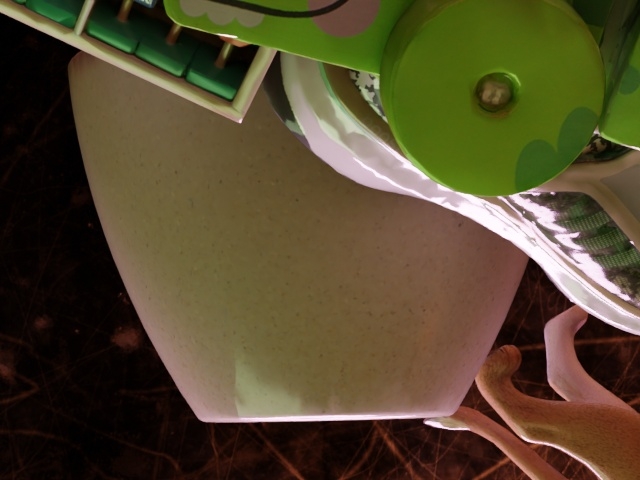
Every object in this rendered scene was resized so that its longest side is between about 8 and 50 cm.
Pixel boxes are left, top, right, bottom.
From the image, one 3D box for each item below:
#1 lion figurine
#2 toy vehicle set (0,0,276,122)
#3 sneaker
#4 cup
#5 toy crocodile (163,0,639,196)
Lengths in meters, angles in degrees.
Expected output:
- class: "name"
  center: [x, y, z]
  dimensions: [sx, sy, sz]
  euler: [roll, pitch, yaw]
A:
- class: "lion figurine"
  center: [0.292, 0.108, 1.218]
  dimensions: [0.240, 0.392, 0.142]
  euler: [58, -176, 8]
- class: "toy vehicle set"
  center: [-0.124, -0.178, 0.817]
  dimensions: [0.267, 0.166, 0.035]
  euler: [25, -141, -4]
- class: "sneaker"
  center: [0.175, -0.053, 0.968]
  dimensions: [0.410, 0.158, 0.182]
  euler: [20, 164, -24]
- class: "cup"
  center: [0.000, 0.000, 1.165]
  dimensions: [0.331, 0.237, 0.331]
  euler: [-1, 174, 0]
- class: "toy crocodile"
  center: [0.110, -0.064, 0.546]
  dimensions: [0.340, 0.105, 0.115]
  euler: [15, -160, -6]
